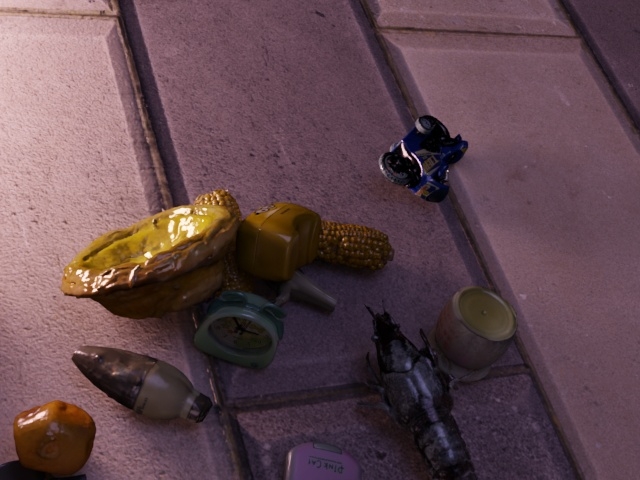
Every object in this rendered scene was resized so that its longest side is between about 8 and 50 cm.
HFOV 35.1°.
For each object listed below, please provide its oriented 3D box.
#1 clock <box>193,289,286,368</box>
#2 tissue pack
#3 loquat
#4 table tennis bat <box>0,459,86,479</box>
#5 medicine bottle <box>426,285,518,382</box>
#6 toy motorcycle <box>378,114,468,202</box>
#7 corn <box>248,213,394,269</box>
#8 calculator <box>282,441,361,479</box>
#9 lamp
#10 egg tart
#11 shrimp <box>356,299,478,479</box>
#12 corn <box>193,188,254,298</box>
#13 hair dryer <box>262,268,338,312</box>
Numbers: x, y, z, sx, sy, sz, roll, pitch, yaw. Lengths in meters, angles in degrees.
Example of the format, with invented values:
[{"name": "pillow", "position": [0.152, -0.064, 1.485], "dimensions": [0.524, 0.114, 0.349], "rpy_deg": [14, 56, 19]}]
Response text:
[{"name": "clock", "position": [-0.135, 0.150, 1.792], "dimensions": [0.148, 0.189, 0.060], "rpy_deg": [22, 49, -9]}, {"name": "tissue pack", "position": [-0.083, -0.001, 1.887], "dimensions": [0.127, 0.123, 0.178], "rpy_deg": [14, 22, 19]}, {"name": "loquat", "position": [-0.419, 0.307, 1.592], "dimensions": [0.137, 0.113, 0.137], "rpy_deg": [9, 15, -2]}, {"name": "table tennis bat", "position": [-0.447, 0.387, 1.586], "dimensions": [0.158, 0.014, 0.095], "rpy_deg": [-2, 53, -23]}, {"name": "medicine bottle", "position": [0.295, 0.184, 1.980], "dimensions": [0.147, 0.143, 0.147], "rpy_deg": [14, 44, -14]}, {"name": "toy motorcycle", "position": [0.243, -0.180, 2.276], "dimensions": [0.169, 0.113, 0.315], "rpy_deg": [45, 41, 1]}, {"name": "corn", "position": [0.000, 0.000, 2.038], "dimensions": [0.319, 0.097, 0.097], "rpy_deg": [10, 50, -13]}, {"name": "calculator", "position": [-0.002, 0.455, 1.703], "dimensions": [0.141, 0.045, 0.246], "rpy_deg": [17, 50, -10]}, {"name": "lamp", "position": [-0.302, 0.240, 1.709], "dimensions": [0.250, 0.101, 0.101], "rpy_deg": [25, 48, 0]}, {"name": "egg tart", "position": [-0.290, 0.049, 1.782], "dimensions": [0.345, 0.345, 0.133], "rpy_deg": [-28, 112, -37]}, {"name": "shrimp", "position": [0.185, 0.300, 1.839], "dimensions": [0.221, 0.166, 0.411], "rpy_deg": [-22, 56, -5]}, {"name": "corn", "position": [-0.182, 0.016, 1.945], "dimensions": [0.091, 0.091, 0.260], "rpy_deg": [16, 48, -44]}, {"name": "hair dryer", "position": [-0.035, 0.111, 1.913], "dimensions": [0.167, 0.067, 0.199], "rpy_deg": [22, 19, -17]}]
